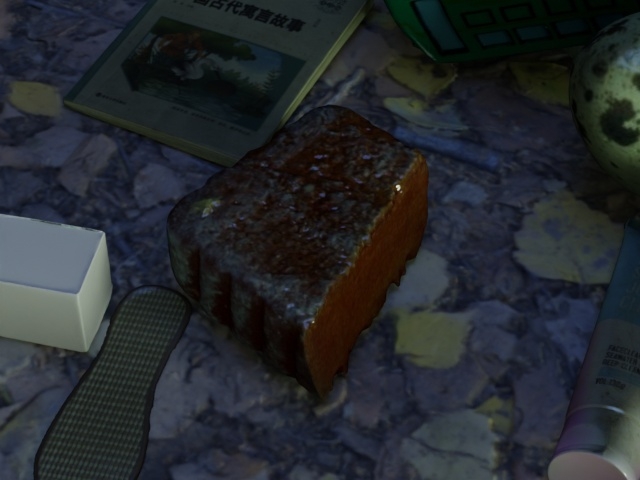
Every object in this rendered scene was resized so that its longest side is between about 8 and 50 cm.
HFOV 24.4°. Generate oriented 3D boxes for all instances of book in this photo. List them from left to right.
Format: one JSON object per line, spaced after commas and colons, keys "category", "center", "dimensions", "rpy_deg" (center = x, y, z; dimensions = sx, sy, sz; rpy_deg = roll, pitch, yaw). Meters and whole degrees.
{"category": "book", "center": [-0.096, -0.194, 1.489], "dimensions": [0.215, 0.025, 0.283], "rpy_deg": [19, 52, 16]}

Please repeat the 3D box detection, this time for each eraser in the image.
{"category": "eraser", "center": [-0.331, 0.018, 1.255], "dimensions": [0.298, 0.078, 0.076], "rpy_deg": [10, 49, 7]}

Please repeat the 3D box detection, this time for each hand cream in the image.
{"category": "hand cream", "center": [0.270, 0.088, 1.226], "dimensions": [0.111, 0.070, 0.312], "rpy_deg": [17, 46, 16]}

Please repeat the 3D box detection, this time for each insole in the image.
{"category": "insole", "center": [-0.169, 0.130, 1.211], "dimensions": [0.086, 0.005, 0.253], "rpy_deg": [12, 49, 7]}

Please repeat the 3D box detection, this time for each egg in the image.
{"category": "egg", "center": [0.314, -0.123, 1.319], "dimensions": [0.228, 0.177, 0.177], "rpy_deg": [17, 35, -42]}

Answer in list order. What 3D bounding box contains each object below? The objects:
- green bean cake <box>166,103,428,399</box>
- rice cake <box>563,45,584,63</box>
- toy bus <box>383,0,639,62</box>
{"category": "green bean cake", "center": [0.000, 0.000, 1.271], "dimensions": [0.198, 0.097, 0.232], "rpy_deg": [33, 55, 26]}
{"category": "rice cake", "center": [0.298, -0.264, 1.555], "dimensions": [0.189, 0.037, 0.198], "rpy_deg": [-25, 55, -22]}
{"category": "toy bus", "center": [0.228, -0.287, 1.411], "dimensions": [0.343, 0.199, 0.183], "rpy_deg": [-5, 52, 25]}
